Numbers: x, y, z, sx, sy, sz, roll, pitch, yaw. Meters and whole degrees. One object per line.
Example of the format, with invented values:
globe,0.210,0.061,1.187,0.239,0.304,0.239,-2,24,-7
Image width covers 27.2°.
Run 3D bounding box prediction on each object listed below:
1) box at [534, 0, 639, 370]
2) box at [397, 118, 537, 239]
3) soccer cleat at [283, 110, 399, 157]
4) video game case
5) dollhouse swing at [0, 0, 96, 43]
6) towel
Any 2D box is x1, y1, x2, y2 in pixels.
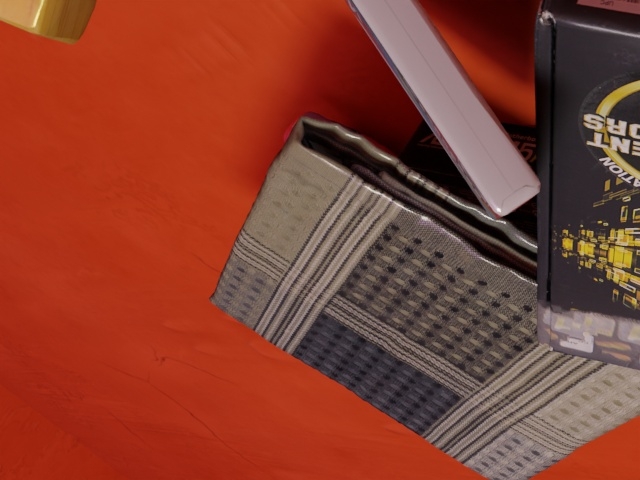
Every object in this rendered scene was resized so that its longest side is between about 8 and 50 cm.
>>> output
box,0.301,-0.009,0.618,0.394,0.097,0.318,12,156,15
box,0.201,0.023,0.927,0.270,0.060,0.216,13,145,35
soccer cleat,0.000,0.000,1.106,0.116,0.108,0.318,40,155,6
video game case,0.043,-0.100,0.681,0.204,0.025,0.285,56,-174,3
dollhouse swing,-0.256,-0.306,0.792,0.346,0.305,0.315,23,117,0
towel,0.082,0.056,0.968,0.312,0.056,0.324,32,153,-1
